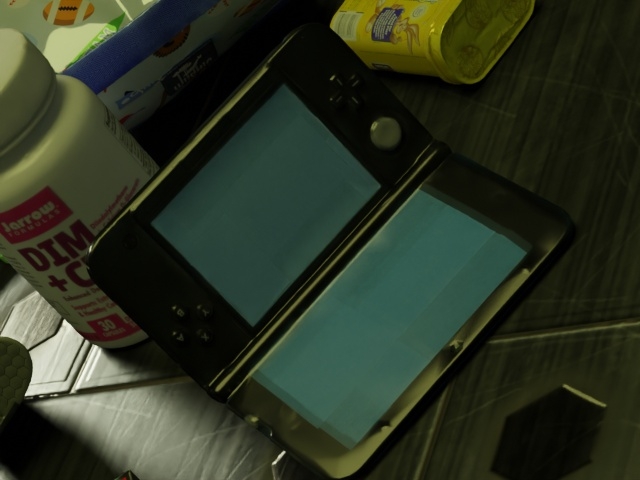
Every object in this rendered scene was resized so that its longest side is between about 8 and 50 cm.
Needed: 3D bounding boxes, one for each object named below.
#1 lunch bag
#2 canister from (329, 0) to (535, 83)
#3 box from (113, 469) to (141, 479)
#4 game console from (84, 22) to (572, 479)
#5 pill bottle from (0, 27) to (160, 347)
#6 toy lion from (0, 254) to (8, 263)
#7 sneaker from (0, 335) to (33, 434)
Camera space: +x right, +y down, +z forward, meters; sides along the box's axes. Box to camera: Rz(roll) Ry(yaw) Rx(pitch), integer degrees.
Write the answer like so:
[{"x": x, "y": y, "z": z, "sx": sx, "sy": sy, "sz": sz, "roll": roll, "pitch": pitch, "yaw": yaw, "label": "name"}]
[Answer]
[{"x": -0.203, "y": -0.264, "z": 2.000, "sx": 0.328, "sy": 0.239, "sz": 0.385, "roll": -38, "pitch": 27, "yaw": -2, "label": "lunch bag"}, {"x": 0.101, "y": -0.210, "z": 1.790, "sx": 0.170, "sy": 0.073, "sz": 0.126, "roll": 14, "pitch": 60, "yaw": 52, "label": "canister"}, {"x": -0.167, "y": 0.282, "z": 1.509, "sx": 0.114, "sy": 0.036, "sz": 0.207, "roll": -36, "pitch": 34, "yaw": 5, "label": "box"}, {"x": 0.004, "y": 0.001, "z": 1.534, "sx": 0.293, "sy": 0.250, "sz": 0.173, "roll": -48, "pitch": 16, "yaw": -12, "label": "game console"}, {"x": -0.234, "y": -0.046, "z": 1.729, "sx": 0.160, "sy": 0.283, "sz": 0.160, "roll": -26, "pitch": 36, "yaw": 21, "label": "pill bottle"}, {"x": -0.299, "y": -0.017, "z": 1.988, "sx": 0.100, "sy": 0.034, "sz": 0.096, "roll": 18, "pitch": 70, "yaw": 51, "label": "toy lion"}, {"x": -0.354, "y": 0.181, "z": 1.751, "sx": 0.226, "sy": 0.086, "sz": 0.163, "roll": -55, "pitch": 20, "yaw": -10, "label": "sneaker"}]
